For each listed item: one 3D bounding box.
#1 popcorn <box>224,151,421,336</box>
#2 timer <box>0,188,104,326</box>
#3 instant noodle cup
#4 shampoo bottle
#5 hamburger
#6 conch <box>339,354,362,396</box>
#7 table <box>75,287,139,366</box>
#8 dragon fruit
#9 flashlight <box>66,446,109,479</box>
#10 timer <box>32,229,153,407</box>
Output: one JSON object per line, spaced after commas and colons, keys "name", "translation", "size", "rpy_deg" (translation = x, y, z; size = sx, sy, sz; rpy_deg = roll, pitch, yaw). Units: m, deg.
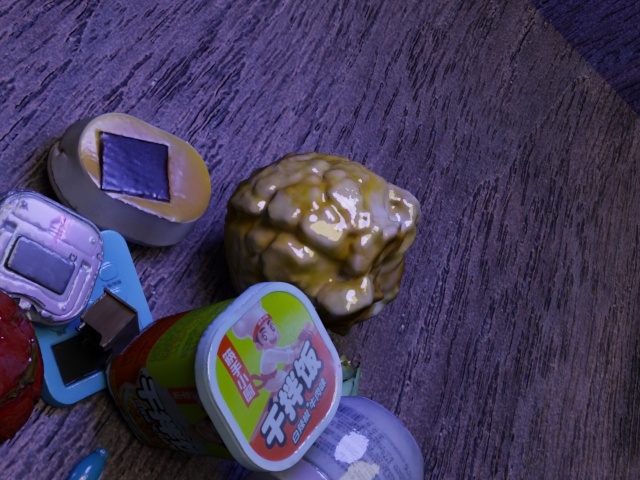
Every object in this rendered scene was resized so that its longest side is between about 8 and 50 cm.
{"name": "popcorn", "translation": [-0.009, -0.005, 1.725], "size": [0.344, 0.390, 0.354], "rpy_deg": [-40, 118, -22]}
{"name": "timer", "translation": [-0.445, 0.028, 1.462], "size": [0.208, 0.069, 0.191], "rpy_deg": [31, 65, -36]}
{"name": "instant noodle cup", "translation": [-0.172, 0.228, 1.522], "size": [0.293, 0.307, 0.294], "rpy_deg": [13, 72, -45]}
{"name": "shampoo bottle", "translation": [0.026, 0.430, 1.635], "size": [0.266, 0.273, 0.273], "rpy_deg": [-34, 92, -34]}
{"name": "hamburger", "translation": [-0.344, -0.106, 1.682], "size": [0.295, 0.151, 0.227], "rpy_deg": [27, 52, -34]}
{"name": "conch", "translation": [0.033, 0.279, 1.856], "size": [0.106, 0.079, 0.170], "rpy_deg": [51, 31, -16]}
{"name": "table", "translation": [-0.348, 0.143, 1.508], "size": [0.070, 0.083, 0.082], "rpy_deg": [33, 57, 13]}
{"name": "dragon fruit", "translation": [-0.531, 0.174, 1.292], "size": [0.342, 0.277, 0.277], "rpy_deg": [48, 45, -34]}
{"name": "flashlight", "translation": [-0.385, 0.381, 1.479], "size": [0.051, 0.051, 0.129], "rpy_deg": [46, 44, -12]}
{"name": "timer", "translation": [-0.397, 0.130, 1.567], "size": [0.231, 0.091, 0.250], "rpy_deg": [-26, 89, -44]}
